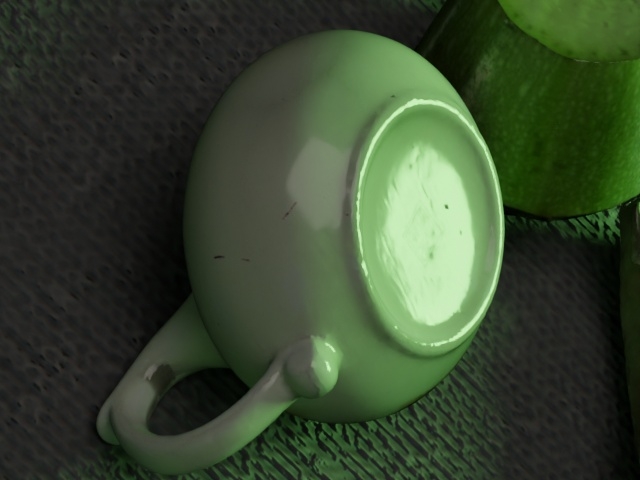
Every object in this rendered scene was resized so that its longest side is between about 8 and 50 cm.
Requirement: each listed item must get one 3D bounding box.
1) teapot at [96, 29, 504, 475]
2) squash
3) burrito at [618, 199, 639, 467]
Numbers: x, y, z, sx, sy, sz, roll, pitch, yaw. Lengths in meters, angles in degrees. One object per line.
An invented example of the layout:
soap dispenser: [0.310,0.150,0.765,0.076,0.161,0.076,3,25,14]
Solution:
teapot: [0.000,0.000,0.835,0.298,0.139,0.204,-54,130,-36]
squash: [0.139,-0.105,0.933,0.170,0.123,0.170,6,53,-9]
burrito: [0.259,0.127,0.937,0.175,0.107,0.347,-2,67,-12]
